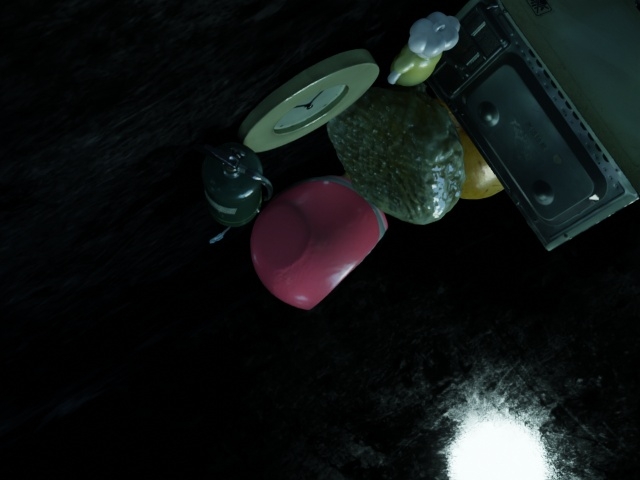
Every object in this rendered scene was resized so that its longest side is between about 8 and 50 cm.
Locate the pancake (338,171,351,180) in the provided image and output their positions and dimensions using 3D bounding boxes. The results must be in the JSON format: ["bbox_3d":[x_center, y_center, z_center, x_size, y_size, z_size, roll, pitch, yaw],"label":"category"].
[{"bbox_3d":[0.143,-0.173,2.140,0.427,0.067,0.305,-39,173,33],"label":"pancake"}]

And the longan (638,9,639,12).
[{"bbox_3d":[0.757,-0.453,1.757,0.405,0.336,0.404,-12,175,-1],"label":"longan"}]

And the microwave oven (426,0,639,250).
[{"bbox_3d":[0.409,-0.234,1.491,0.333,0.394,0.247,-28,171,-32],"label":"microwave oven"}]

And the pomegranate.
[{"bbox_3d":[0.335,-0.211,1.883,0.264,0.264,0.264,-32,173,-4],"label":"pomegranate"}]

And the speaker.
[{"bbox_3d":[0.000,0.000,1.876,0.294,0.294,0.294,-32,173,-4],"label":"speaker"}]

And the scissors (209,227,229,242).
[{"bbox_3d":[-0.207,-0.017,1.915,0.036,0.006,0.083,-23,168,-47],"label":"scissors"}]

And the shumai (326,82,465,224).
[{"bbox_3d":[0.164,-0.171,1.531,0.222,0.260,0.225,-29,157,-39],"label":"shumai"}]

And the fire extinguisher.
[{"bbox_3d":[-0.130,-0.090,1.347,0.294,0.118,0.093,118,-4,-79],"label":"fire extinguisher"}]

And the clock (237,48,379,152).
[{"bbox_3d":[-0.020,-0.206,1.337,0.235,0.029,0.235,-30,172,-5],"label":"clock"}]

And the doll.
[{"bbox_3d":[0.156,-0.290,1.372,0.106,0.062,0.162,-34,175,-21],"label":"doll"}]
